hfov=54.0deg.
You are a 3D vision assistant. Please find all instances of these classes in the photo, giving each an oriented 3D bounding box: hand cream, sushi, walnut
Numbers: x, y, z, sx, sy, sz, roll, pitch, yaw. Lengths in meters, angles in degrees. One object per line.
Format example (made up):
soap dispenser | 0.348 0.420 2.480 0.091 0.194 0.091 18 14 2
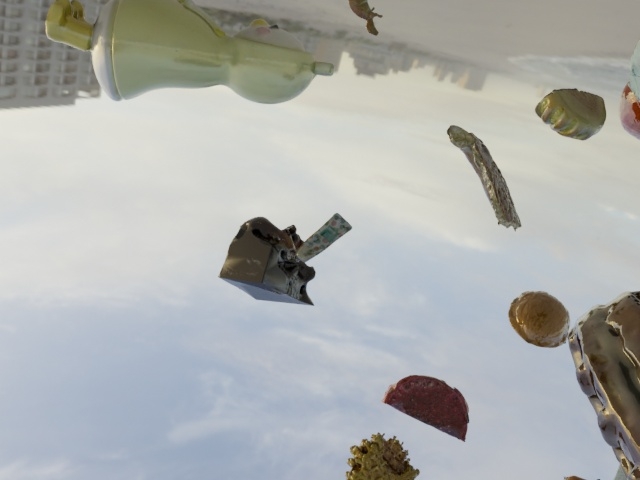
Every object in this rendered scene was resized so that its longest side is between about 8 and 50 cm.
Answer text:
hand cream | 0.000 0.000 1.519 0.057 0.165 0.037 44 -157 -17
sushi | -0.138 0.046 1.680 0.215 0.212 0.227 3 163 38
walnut | 0.582 0.191 1.632 0.167 0.087 0.211 33 -148 14

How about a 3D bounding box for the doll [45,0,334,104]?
doll | -0.131 -0.208 0.679 0.296 0.117 0.141 -1 -170 -10

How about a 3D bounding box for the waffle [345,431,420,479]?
waffle | 0.141 0.533 1.409 0.193 0.197 0.070 20 153 -30

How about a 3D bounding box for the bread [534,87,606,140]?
bread | 0.490 -0.235 1.204 0.157 0.083 0.094 -13 -120 -35

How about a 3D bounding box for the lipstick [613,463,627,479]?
lipstick | 0.687 0.454 1.328 0.076 0.289 0.077 24 -155 36

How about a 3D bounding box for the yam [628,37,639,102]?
yam | 0.540 -0.116 0.723 0.241 0.241 0.348 5 -123 -27

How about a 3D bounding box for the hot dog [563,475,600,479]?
hot dog | 0.590 0.509 1.195 0.270 0.072 0.109 3 156 45

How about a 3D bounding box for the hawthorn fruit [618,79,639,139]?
hawthorn fruit | 0.717 -0.290 1.318 0.189 0.189 0.189 13 -161 -5

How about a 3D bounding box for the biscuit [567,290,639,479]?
biscuit | 0.335 0.200 0.565 0.332 0.103 0.332 50 -159 -26

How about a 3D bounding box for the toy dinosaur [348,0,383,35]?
toy dinosaur | 0.076 -0.551 1.444 0.162 0.126 0.039 5 -175 -27

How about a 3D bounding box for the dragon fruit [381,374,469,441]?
dragon fruit | 0.296 0.454 1.824 0.262 0.134 0.211 27 169 -10

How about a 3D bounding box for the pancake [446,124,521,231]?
pancake | 0.369 -0.134 1.382 0.056 0.257 0.212 -23 175 25
